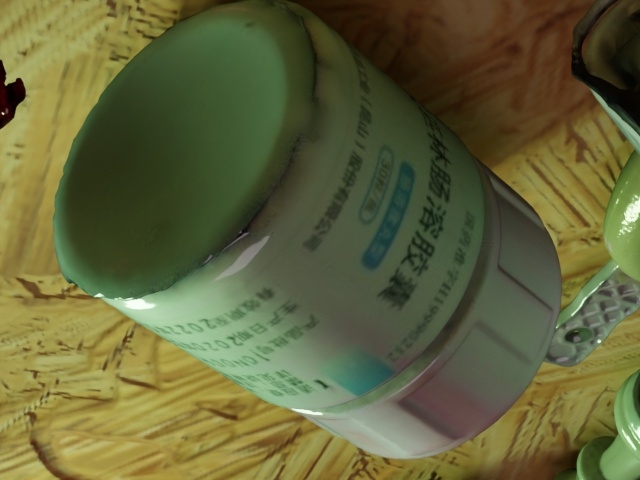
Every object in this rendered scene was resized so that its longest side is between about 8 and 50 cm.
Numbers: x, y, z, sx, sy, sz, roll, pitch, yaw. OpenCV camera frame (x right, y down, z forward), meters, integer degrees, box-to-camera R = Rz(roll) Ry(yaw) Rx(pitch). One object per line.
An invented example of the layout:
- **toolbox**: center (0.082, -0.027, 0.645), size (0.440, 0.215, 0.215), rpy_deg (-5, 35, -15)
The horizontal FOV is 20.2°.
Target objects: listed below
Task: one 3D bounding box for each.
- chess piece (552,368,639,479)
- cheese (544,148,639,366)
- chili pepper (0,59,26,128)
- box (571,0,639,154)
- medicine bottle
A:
- **chess piece**: center (0.155, 0.118, 0.943), size (0.059, 0.059, 0.149), rpy_deg (8, 148, -17)
- **cheese**: center (0.153, 0.002, 0.799), size (0.097, 0.037, 0.192), rpy_deg (14, 139, -23)
- **chili pepper**: center (-0.291, -0.018, 0.669), size (0.387, 0.110, 0.110), rpy_deg (-12, 142, 7)
- **box**: center (0.252, -0.017, 0.695), size (0.190, 0.112, 0.370), rpy_deg (-42, 134, 3)
- **medicine bottle**: center (0.000, 0.000, 0.702), size (0.135, 0.135, 0.168), rpy_deg (-27, 137, 26)
